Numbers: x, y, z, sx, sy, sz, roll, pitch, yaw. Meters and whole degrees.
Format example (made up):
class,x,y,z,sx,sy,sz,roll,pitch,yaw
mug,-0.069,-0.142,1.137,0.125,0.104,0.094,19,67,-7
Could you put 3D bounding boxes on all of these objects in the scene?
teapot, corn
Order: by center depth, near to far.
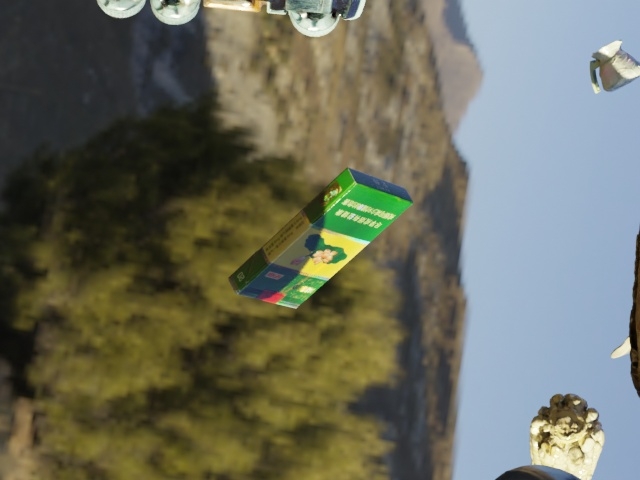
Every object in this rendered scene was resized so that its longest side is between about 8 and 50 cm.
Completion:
class,x,y,z,sx,sy,sz,roll,pitch,yaw
corn,0.284,0.252,1.824,0.211,0.087,0.087,78,18,-58
teapot,0.422,-0.251,2.284,0.064,0.064,0.083,-23,173,-46

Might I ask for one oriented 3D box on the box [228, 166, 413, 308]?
class,x,y,z,sx,sy,sz,roll,pitch,yaw
box,0.000,0.000,2.089,0.235,0.132,0.034,-43,-123,24

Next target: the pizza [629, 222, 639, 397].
class,x,y,z,sx,sy,sz,roll,pitch,yaw
pizza,0.454,-0.046,1.663,0.440,0.130,0.406,-74,-171,-49

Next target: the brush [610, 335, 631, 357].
class,x,y,z,sx,sy,sz,roll,pitch,yaw
brush,0.505,0.100,2.046,0.050,0.321,0.060,58,-36,19

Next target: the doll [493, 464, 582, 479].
class,x,y,z,sx,sy,sz,roll,pitch,yaw
doll,0.257,0.315,1.484,0.258,0.154,0.228,37,-30,49

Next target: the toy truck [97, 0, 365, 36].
class,x,y,z,sx,sy,sz,roll,pitch,yaw
toy truck,-0.080,-0.320,1.574,0.133,0.338,0.185,102,-7,-73
